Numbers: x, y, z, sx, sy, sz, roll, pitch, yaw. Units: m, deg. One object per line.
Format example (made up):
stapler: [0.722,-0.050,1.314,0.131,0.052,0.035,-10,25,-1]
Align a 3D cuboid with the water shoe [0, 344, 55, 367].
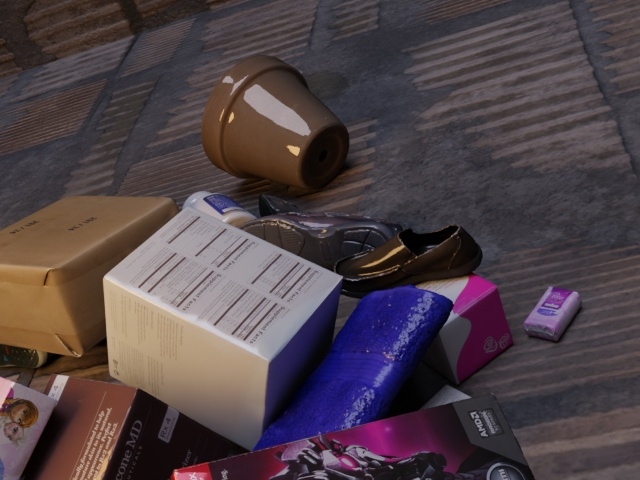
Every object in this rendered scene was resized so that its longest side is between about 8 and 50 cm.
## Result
water shoe: [-0.556,0.193,1.726,0.203,0.072,0.080,9,21,37]

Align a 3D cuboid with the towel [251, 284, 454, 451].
towel: [0.028,0.191,1.185,0.308,0.076,0.228,-55,8,-19]

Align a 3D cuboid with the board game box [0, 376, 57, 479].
board game box: [-0.487,0.319,1.197,0.318,0.066,0.318,-2,61,55]

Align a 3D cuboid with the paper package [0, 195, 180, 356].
paper package: [-0.451,0.050,1.696,0.310,0.168,0.325,2,26,33]

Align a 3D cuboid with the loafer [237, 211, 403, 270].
loafer: [0.000,0.000,1.631,0.303,0.109,0.095,1,20,25]

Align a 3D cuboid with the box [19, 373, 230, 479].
box: [-0.258,0.292,1.197,0.167,0.203,0.168,2,62,35]

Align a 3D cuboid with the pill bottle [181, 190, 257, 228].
pill bottle: [-0.191,-0.027,1.763,0.112,0.112,0.187,-32,33,-15]

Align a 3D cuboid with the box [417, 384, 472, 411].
box: [0.074,0.307,1.134,0.324,0.063,0.067,-38,35,-23]

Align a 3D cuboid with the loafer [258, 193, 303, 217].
loafer: [-0.069,-0.046,1.777,0.061,0.062,0.170,-11,30,-23]

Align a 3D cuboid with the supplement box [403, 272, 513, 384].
supplement box: [0.159,0.095,1.352,0.111,0.114,0.220,-32,31,-16]

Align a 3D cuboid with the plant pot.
plant pot: [-0.071,-0.212,1.877,0.229,0.263,0.263,34,60,32]

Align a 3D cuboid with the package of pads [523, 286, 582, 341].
package of pads: [0.327,0.103,1.308,0.050,0.032,0.083,12,46,40]

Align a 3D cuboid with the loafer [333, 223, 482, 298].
loafer: [0.114,0.018,1.314,0.220,0.078,0.080,-15,33,13]

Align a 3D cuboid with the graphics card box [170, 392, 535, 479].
graphics card box: [0.050,0.310,0.950,0.371,0.094,0.232,-9,51,-15]

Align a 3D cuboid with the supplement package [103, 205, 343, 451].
supplement package: [-0.137,0.122,1.312,0.263,0.199,0.198,24,43,18]
